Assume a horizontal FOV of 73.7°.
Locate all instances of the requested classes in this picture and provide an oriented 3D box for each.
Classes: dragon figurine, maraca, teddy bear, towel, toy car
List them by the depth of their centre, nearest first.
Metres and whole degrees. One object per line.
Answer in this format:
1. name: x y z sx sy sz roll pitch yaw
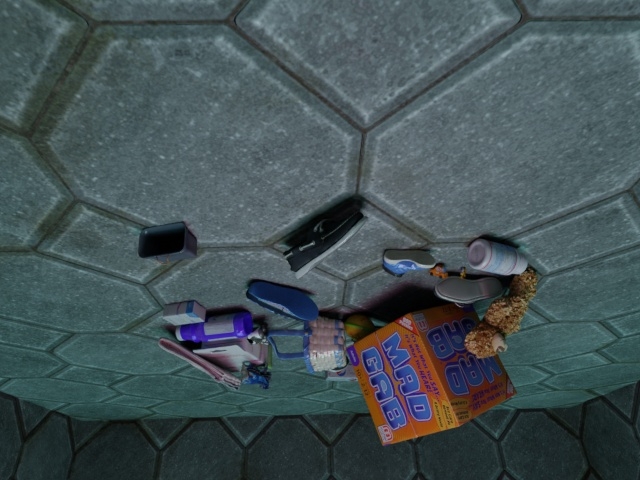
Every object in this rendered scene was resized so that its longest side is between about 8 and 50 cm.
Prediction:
1. toy car: 0.403 0.093 1.354 0.122 0.060 0.041 -2 108 -31
2. teddy bear: 0.610 0.245 1.386 0.338 0.113 0.245 -37 145 -26
3. maraca: 0.144 0.340 1.669 0.127 0.099 0.185 23 167 -15
4. dragon figurine: -0.258 0.561 1.786 0.143 0.085 0.289 3 149 -11
5. towel: -0.496 0.520 1.795 0.316 0.053 0.332 27 160 14

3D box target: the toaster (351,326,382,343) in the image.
1. toaster: 0.232 0.450 1.833 0.167 0.110 0.186 3 148 -7

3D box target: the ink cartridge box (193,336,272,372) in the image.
1. ink cartridge box: -0.358 0.448 1.789 0.207 0.119 0.353 -9 148 12

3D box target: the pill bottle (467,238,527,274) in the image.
1. pill bottle: 0.510 0.052 1.226 0.160 0.087 0.087 12 146 -22

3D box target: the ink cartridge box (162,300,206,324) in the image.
1. ink cartridge box: -0.494 0.265 1.552 0.122 0.052 0.088 -10 147 11

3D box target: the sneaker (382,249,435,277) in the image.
1. sneaker: 0.260 0.073 1.272 0.152 0.058 0.085 3 142 0

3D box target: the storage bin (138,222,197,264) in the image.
1. storage bin: -0.396 0.020 1.134 0.135 0.098 0.091 -9 158 12

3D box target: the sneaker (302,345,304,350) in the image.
1. sneaker: -0.039 0.536 1.991 0.063 0.073 0.162 -10 146 12

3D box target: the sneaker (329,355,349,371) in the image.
1. sneaker: 0.080 0.524 1.951 0.146 0.105 0.295 -27 143 28

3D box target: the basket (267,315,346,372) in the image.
1. basket: -0.046 0.404 1.655 0.288 0.201 0.255 -5 147 2

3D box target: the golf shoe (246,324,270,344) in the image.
1. golf shoe: -0.247 0.378 1.702 0.093 0.077 0.198 -11 157 -7

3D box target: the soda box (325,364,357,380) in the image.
1. soda box: 0.135 0.703 2.268 0.216 0.074 0.069 4 148 -11

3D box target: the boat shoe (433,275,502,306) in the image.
1. boat shoe: 0.473 0.164 1.400 0.254 0.095 0.079 -5 157 -23

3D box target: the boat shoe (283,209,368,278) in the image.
1. boat shoe: 0.000 0.000 1.104 0.302 0.091 0.114 -40 176 38

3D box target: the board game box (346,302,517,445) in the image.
1. board game box: 0.382 0.460 1.521 0.356 0.357 0.356 -3 152 -40

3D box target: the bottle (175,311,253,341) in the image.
1. bottle: -0.402 0.329 1.606 0.282 0.092 0.118 -9 -179 12

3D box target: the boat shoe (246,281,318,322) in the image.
1. boat shoe: -0.128 0.204 1.450 0.258 0.109 0.089 30 146 -17
